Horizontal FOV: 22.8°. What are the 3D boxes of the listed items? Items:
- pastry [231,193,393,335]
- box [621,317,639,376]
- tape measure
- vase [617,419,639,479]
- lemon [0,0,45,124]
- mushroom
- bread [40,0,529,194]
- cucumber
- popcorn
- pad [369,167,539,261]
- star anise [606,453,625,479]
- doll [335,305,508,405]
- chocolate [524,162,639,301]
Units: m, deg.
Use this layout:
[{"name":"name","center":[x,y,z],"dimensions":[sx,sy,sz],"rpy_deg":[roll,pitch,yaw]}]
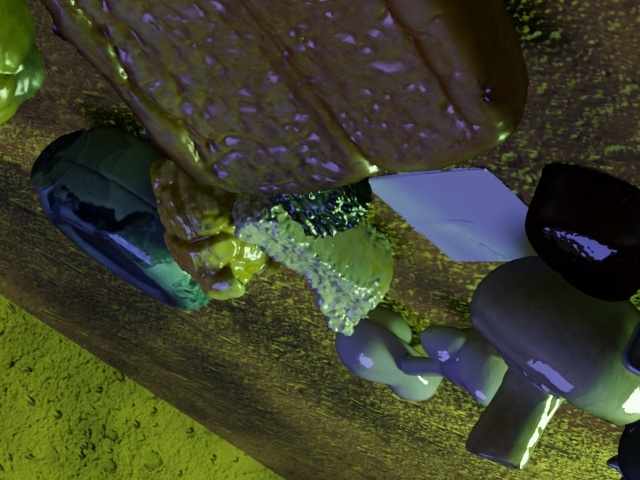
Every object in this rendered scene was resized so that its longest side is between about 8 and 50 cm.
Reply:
[{"name":"pastry","center":[-0.004,0.004,1.761],"dimensions":[0.089,0.121,0.258],"rpy_deg":[0,144,45]},{"name":"box","center":[0.334,0.082,1.442],"dimensions":[0.089,0.122,0.062],"rpy_deg":[28,174,9]},{"name":"tape measure","center":[-0.223,-0.035,1.978],"dimensions":[0.275,0.147,0.256],"rpy_deg":[27,167,26]},{"name":"vase","center":[0.352,0.192,1.721],"dimensions":[0.183,0.120,0.120],"rpy_deg":[49,159,-9]},{"name":"lemon","center":[-0.463,-0.220,1.582],"dimensions":[0.387,0.349,0.350],"rpy_deg":[12,160,2]},{"name":"mushroom","center":[0.222,0.129,1.561],"dimensions":[0.207,0.215,0.207],"rpy_deg":[33,177,2]},{"name":"bread","center":[-0.018,-0.184,1.215],"dimensions":[0.328,0.148,0.337],"rpy_deg":[-9,143,29]},{"name":"cucumber","center":[-0.072,-0.141,1.546],"dimensions":[0.096,0.096,0.359],"rpy_deg":[13,153,44]},{"name":"popcorn","center":[-0.117,-0.024,1.808],"dimensions":[0.140,0.163,0.194],"rpy_deg":[20,163,47]},{"name":"pad","center":[0.150,-0.023,1.634],"dimensions":[0.156,0.004,0.232],"rpy_deg":[39,160,-24]},{"name":"star anise","center":[0.459,0.329,1.902],"dimensions":[0.236,0.109,0.223],"rpy_deg":[41,160,29]},{"name":"doll","center":[0.142,0.147,1.953],"dimensions":[0.160,0.094,0.365],"rpy_deg":[33,165,-29]},{"name":"chocolate","center":[0.254,0.005,1.422],"dimensions":[0.149,0.080,0.125],"rpy_deg":[44,159,-29]}]
